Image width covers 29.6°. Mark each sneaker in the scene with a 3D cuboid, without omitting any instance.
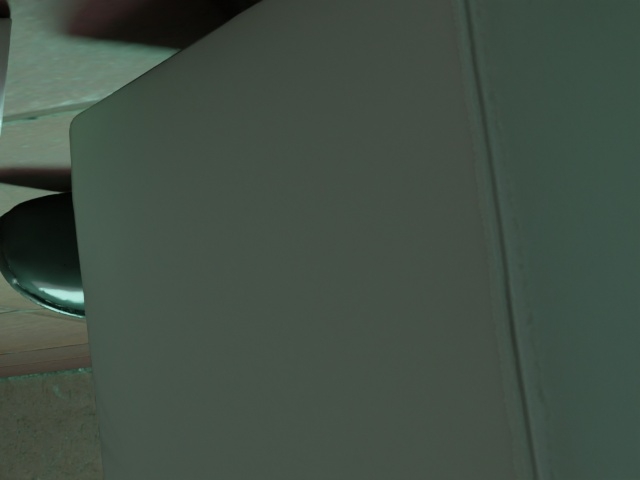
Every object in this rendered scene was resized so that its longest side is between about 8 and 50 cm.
[{"bbox_3d":[-0.113,-0.010,1.045,0.330,0.122,0.146,2,150,-39],"label":"sneaker"}]

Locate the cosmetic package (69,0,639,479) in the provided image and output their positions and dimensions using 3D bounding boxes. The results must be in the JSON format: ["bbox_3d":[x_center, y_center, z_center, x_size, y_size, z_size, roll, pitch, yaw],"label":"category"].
[{"bbox_3d":[0.124,0.055,0.654,0.393,0.328,0.329,0,169,-38],"label":"cosmetic package"}]

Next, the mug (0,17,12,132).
[{"bbox_3d":[-0.195,-0.084,0.626,0.064,0.062,0.078,5,162,-16],"label":"mug"}]
